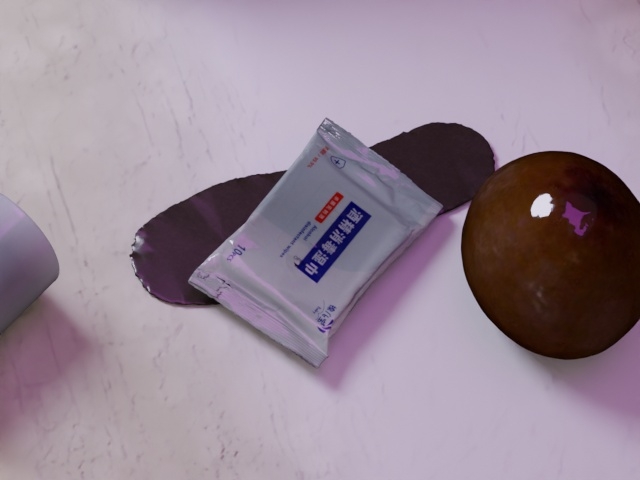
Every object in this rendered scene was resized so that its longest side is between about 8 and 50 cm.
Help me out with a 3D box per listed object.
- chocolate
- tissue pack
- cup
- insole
[{"bbox_3d":[0.188,0.003,1.438,0.177,0.177,0.177,5,59,-9],"label":"chocolate"},{"bbox_3d":[0.000,0.000,1.470,0.122,0.026,0.193,34,61,8],"label":"tissue pack"},{"bbox_3d":[-0.279,0.036,1.375,0.133,0.136,0.099,-48,112,-29],"label":"cup"},{"bbox_3d":[0.001,-0.023,1.504,0.328,0.007,0.111,-21,68,-21],"label":"insole"}]
